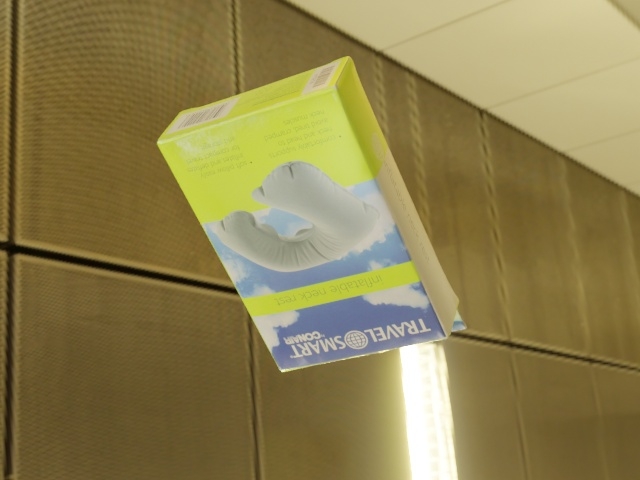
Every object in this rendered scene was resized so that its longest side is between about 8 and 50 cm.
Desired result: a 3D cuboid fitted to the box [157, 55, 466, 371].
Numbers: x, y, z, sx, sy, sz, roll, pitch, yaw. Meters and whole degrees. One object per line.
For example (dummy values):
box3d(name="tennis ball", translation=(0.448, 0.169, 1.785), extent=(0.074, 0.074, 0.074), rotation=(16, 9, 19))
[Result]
box3d(name="box", translation=(0.000, 0.000, 0.548), extent=(0.178, 0.109, 0.042), rotation=(64, -153, -25))
